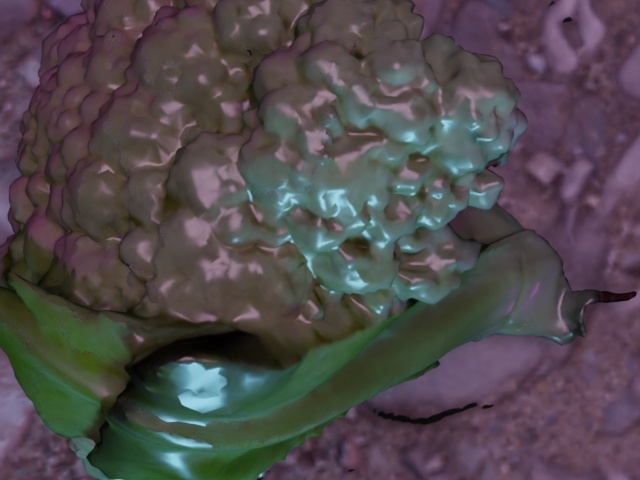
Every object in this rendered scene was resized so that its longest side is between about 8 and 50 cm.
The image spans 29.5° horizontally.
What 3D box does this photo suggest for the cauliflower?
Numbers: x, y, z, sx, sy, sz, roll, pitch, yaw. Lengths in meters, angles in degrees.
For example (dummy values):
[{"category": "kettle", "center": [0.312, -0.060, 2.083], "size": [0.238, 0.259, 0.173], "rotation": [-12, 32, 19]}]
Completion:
[{"category": "cauliflower", "center": [0.000, 0.000, 0.513], "size": [0.315, 0.239, 0.256], "rotation": [10, 99, -36]}]
